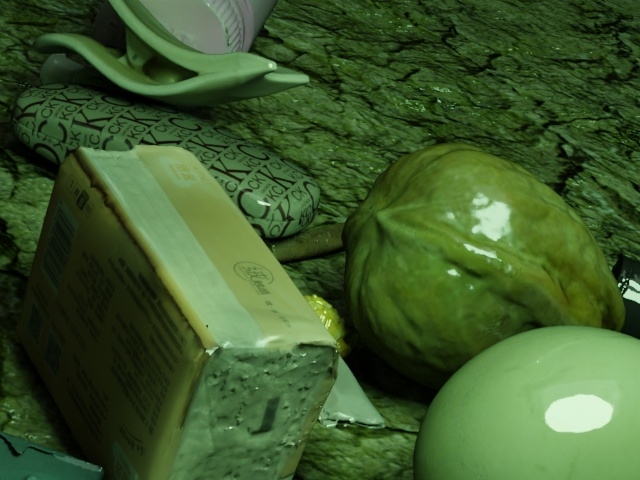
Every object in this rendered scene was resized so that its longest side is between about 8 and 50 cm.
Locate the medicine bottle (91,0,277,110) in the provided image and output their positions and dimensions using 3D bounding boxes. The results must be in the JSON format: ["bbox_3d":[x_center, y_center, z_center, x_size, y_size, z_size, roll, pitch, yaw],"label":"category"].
[{"bbox_3d":[-0.155,-0.287,2.066,0.178,0.178,0.290,18,31,3],"label":"medicine bottle"}]

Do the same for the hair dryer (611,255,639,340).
[{"bbox_3d":[0.389,0.058,1.717,0.197,0.251,0.089,24,66,9],"label":"hair dryer"}]

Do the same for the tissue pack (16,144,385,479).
[{"bbox_3d":[-0.099,0.084,1.468,0.239,0.238,0.305,-4,35,-30],"label":"tissue pack"}]

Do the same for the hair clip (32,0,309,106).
[{"bbox_3d":[-0.172,-0.198,1.862,0.282,0.113,0.172,28,6,10],"label":"hair clip"}]

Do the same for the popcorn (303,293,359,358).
[{"bbox_3d":[0.007,0.088,1.632,0.084,0.084,0.084,11,31,-7],"label":"popcorn"}]

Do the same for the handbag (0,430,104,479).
[{"bbox_3d":[-0.269,0.231,1.300,0.179,0.062,0.229,20,31,1],"label":"handbag"}]

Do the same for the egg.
[{"bbox_3d":[0.208,0.180,1.438,0.269,0.219,0.219,-8,38,-26],"label":"egg"}]

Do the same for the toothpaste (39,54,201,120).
[{"bbox_3d":[-0.178,-0.130,1.934,0.314,0.056,0.058,26,70,11],"label":"toothpaste"}]

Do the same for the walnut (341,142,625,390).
[{"bbox_3d":[0.149,0.039,1.630,0.283,0.227,0.283,25,-12,6],"label":"walnut"}]

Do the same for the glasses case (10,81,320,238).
[{"bbox_3d":[-0.167,-0.089,1.820,0.355,0.085,0.137,23,22,19],"label":"glasses case"}]

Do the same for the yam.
[{"bbox_3d":[0.000,0.000,1.815,0.145,0.032,0.032,-13,41,-36],"label":"yam"}]
